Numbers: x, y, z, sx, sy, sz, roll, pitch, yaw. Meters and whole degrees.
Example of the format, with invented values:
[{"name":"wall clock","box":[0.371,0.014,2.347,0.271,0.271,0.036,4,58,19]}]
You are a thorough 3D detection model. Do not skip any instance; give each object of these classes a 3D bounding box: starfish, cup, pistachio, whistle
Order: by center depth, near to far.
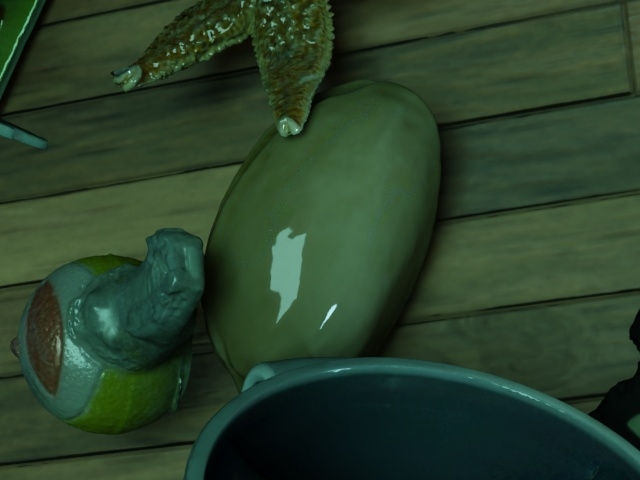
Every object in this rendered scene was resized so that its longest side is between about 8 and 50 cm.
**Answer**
[{"name":"cup","box":[0.012,0.247,1.000,0.331,0.257,0.311,30,126,30]},{"name":"pistachio","box":[0.000,0.000,1.173,0.136,0.136,0.226,21,82,23]},{"name":"whistle","box":[-0.130,0.052,1.177,0.123,0.223,0.123,9,65,-20]},{"name":"starfish","box":[-0.022,-0.154,1.208,0.295,0.048,0.231,5,53,25]}]

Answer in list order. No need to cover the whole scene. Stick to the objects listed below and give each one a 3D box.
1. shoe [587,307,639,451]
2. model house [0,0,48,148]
[{"name":"shoe","box":[0.210,0.095,1.073,0.291,0.114,0.137,-21,80,14]},{"name":"model house","box":[-0.265,-0.240,1.200,0.340,0.323,0.300,25,92,23]}]
